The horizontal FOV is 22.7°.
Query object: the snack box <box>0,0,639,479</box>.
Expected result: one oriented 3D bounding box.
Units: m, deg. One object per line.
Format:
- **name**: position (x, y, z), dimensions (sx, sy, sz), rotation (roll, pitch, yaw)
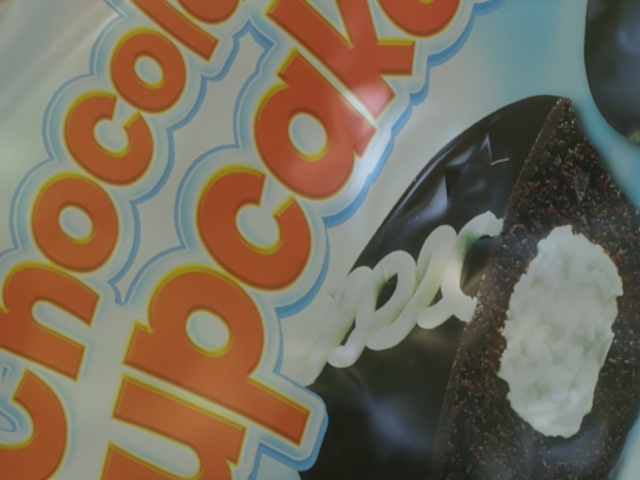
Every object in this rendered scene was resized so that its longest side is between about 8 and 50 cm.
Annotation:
- **snack box**: position (0.000, 0.000, 0.368), dimensions (0.322, 0.187, 0.060), rotation (-49, -160, -14)
